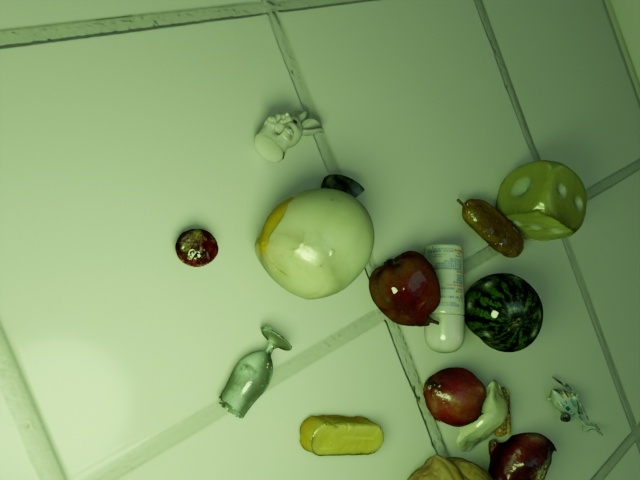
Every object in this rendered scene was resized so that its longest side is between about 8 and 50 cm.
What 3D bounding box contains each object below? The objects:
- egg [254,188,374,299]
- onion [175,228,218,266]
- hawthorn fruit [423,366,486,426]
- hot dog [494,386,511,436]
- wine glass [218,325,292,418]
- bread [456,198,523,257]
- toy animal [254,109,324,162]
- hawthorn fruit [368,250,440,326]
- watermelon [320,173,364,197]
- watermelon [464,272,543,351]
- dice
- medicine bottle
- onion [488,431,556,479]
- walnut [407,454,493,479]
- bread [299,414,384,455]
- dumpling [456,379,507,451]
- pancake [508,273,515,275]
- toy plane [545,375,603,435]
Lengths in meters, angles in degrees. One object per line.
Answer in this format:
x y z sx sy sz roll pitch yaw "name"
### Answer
0.000 0.000 1.468 0.345 0.283 0.283 -34 100 -38 "egg"
-0.310 0.020 1.379 0.107 0.097 0.107 12 48 -14 "onion"
0.393 0.467 1.698 0.235 0.181 0.181 31 66 -24 "hawthorn fruit"
0.622 0.586 1.893 0.071 0.045 0.165 10 76 -29 "hot dog"
-0.168 0.333 1.401 0.103 0.103 0.222 44 59 -18 "wine glass"
0.601 -0.053 1.983 0.344 0.084 0.124 34 57 -22 "bread"
-0.079 -0.327 1.573 0.103 0.131 0.221 29 56 22 "toy animal"
0.271 0.162 1.653 0.208 0.208 0.248 -35 92 -32 "hawthorn fruit"
0.071 -0.135 1.657 0.094 0.135 0.125 28 57 -65 "watermelon"
0.607 0.237 1.836 0.269 0.269 0.269 7 77 -32 "watermelon"
0.816 -0.142 2.044 0.233 0.238 0.227 30 67 -26 "dice"
0.397 0.189 1.774 0.130 0.130 0.341 10 75 -31 "medicine bottle"
0.633 0.737 1.812 0.272 0.195 0.272 -22 129 -30 "onion"
0.373 0.778 1.558 0.306 0.306 0.344 -13 81 -34 "walnut"
0.057 0.537 1.515 0.245 0.094 0.102 11 84 -30 "bread"
0.534 0.585 1.798 0.252 0.131 0.179 -57 133 -15 "dumpling"
0.711 0.177 2.049 0.114 0.011 0.115 7 77 -32 "pancake"
0.945 0.638 2.083 0.273 0.107 0.182 44 15 -38 "toy plane"
